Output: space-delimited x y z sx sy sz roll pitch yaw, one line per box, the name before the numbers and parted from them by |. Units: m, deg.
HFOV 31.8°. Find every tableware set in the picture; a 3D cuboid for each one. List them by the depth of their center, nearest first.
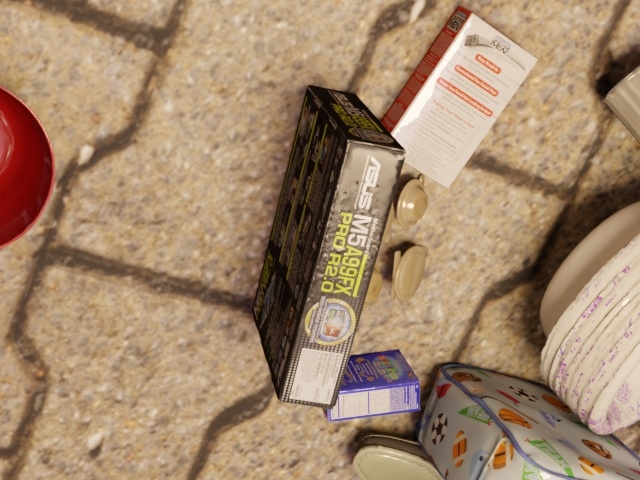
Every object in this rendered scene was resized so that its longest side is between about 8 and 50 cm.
tableware set | 0.075 0.006 1.209 0.168 0.020 0.141 -16 118 -54

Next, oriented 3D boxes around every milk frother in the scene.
milk frother | 0.382 -0.120 1.244 0.129 0.143 0.135 -30 77 -35

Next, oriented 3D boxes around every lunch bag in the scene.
lunch bag | 0.253 0.251 1.242 0.243 0.303 0.115 19 102 -19

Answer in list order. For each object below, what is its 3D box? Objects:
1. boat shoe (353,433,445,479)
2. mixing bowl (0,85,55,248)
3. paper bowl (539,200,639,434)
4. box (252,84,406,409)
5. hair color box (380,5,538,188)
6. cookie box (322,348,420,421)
boat shoe | 0.137 0.280 1.358 0.227 0.069 0.081 27 129 -20
mixing bowl | -0.349 -0.084 1.085 0.181 0.098 0.181 -4 111 -11
paper bowl | 0.357 0.068 1.239 0.284 0.148 0.284 -31 149 -21
box | 0.000 0.000 1.133 0.060 0.216 0.270 10 108 -14
hair color box | 0.141 -0.152 1.195 0.093 0.053 0.167 30 103 -20
cookie box | 0.050 0.164 1.278 0.107 0.092 0.040 -5 109 -10
